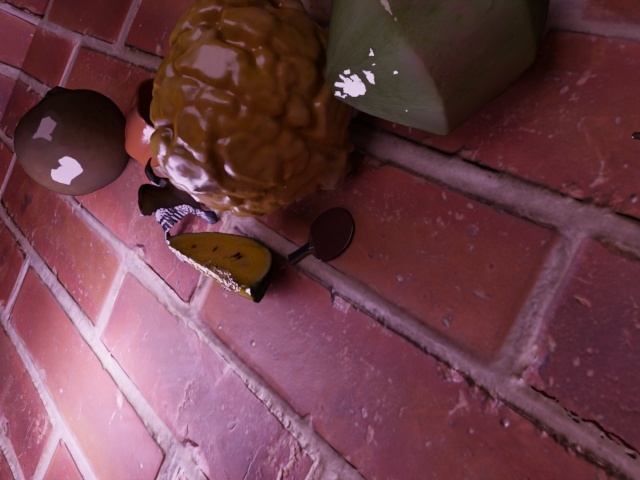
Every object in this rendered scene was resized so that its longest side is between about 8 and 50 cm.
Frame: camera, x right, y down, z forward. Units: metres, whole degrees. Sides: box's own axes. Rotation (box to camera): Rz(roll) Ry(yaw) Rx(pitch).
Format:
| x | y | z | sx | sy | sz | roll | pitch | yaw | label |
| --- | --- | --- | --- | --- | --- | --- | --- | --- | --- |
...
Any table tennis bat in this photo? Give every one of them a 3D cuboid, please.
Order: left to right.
| x | y | z | sx | sy | sz | roll | pitch | yaw | label |
| --- | --- | --- | --- | --- | --- | --- | --- | --- | --- |
| 0.000 | 0.000 | 1.106 | 0.158 | 0.014 | 0.095 | -33 | 58 | 30 | table tennis bat |

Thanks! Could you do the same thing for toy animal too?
| x | y | z | sx | sy | sz | roll | pitch | yaw | label |
| --- | --- | --- | --- | --- | --- | --- | --- | --- | --- |
| -0.327 | -0.101 | 1.363 | 0.272 | 0.160 | 0.197 | 114 | 145 | -65 | toy animal |

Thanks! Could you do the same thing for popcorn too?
| x | y | z | sx | sy | sz | roll | pitch | yaw | label |
| --- | --- | --- | --- | --- | --- | --- | --- | --- | --- |
| -0.119 | -0.223 | 1.059 | 0.344 | 0.390 | 0.354 | 23 | 61 | 30 | popcorn |

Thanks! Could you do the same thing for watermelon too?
| x | y | z | sx | sy | sz | roll | pitch | yaw | label |
| --- | --- | --- | --- | --- | --- | --- | --- | --- | --- |
| -0.187 | 0.046 | 1.188 | 0.301 | 0.129 | 0.123 | 22 | 95 | 40 | watermelon |

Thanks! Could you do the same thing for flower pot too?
| x | y | z | sx | sy | sz | roll | pitch | yaw | label |
| --- | --- | --- | --- | --- | --- | --- | --- | --- | --- |
| -0.389 | -0.273 | 1.470 | 0.173 | 0.190 | 0.191 | -40 | 51 | 45 | flower pot |

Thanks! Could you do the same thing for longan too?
| x | y | z | sx | sy | sz | roll | pitch | yaw | label |
| --- | --- | --- | --- | --- | --- | --- | --- | --- | --- |
| -0.674 | -0.276 | 1.651 | 0.319 | 0.319 | 0.319 | -16 | 66 | 40 | longan |

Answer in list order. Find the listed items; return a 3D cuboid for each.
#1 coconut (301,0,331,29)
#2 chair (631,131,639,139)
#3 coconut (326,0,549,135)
| x | y | z | sx | sy | sz | roll | pitch | yaw | label |
| --- | --- | --- | --- | --- | --- | --- | --- | --- | --- |
| -0.031 | -0.490 | 1.198 | 0.162 | 0.161 | 0.161 | 25 | 94 | 48 | coconut |
| 0.485 | -0.112 | 0.557 | 0.272 | 0.188 | 0.166 | 33 | 101 | 48 | chair |
| 0.149 | -0.312 | 0.876 | 0.328 | 0.281 | 0.328 | -1 | 82 | 8 | coconut |
